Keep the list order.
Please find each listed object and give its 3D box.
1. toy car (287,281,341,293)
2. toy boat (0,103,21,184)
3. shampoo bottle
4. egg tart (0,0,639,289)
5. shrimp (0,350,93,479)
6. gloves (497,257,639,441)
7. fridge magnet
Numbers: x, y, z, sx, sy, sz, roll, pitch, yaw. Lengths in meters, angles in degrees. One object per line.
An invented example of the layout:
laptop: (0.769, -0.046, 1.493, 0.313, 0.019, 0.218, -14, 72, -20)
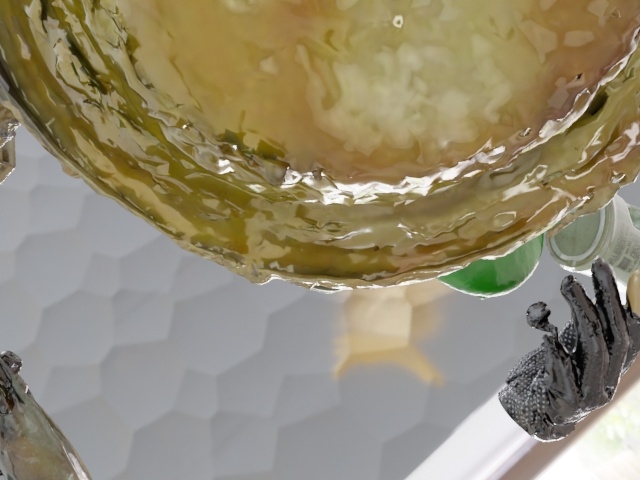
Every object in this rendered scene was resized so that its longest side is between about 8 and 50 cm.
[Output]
toy car: (0.000, 0.000, 1.641, 0.204, 0.248, 0.198, 15, 136, -6)
toy boat: (-0.493, -0.118, 1.194, 0.121, 0.321, 0.089, 20, -132, -44)
shampoo bottle: (0.379, 0.002, 1.099, 0.087, 0.118, 0.234, -1, 167, 42)
egg tart: (0.016, -0.163, 0.402, 0.443, 0.443, 0.178, 51, -168, -16)
shrimp: (-0.244, 0.163, 0.608, 0.198, 0.051, 0.262, 0, 123, 24)
gloves: (0.264, 0.105, 0.834, 0.129, 0.180, 0.106, 11, -142, -44)
fridge magnet: (0.151, -0.035, 0.920, 0.208, 0.208, 0.088, 49, 142, 1)
